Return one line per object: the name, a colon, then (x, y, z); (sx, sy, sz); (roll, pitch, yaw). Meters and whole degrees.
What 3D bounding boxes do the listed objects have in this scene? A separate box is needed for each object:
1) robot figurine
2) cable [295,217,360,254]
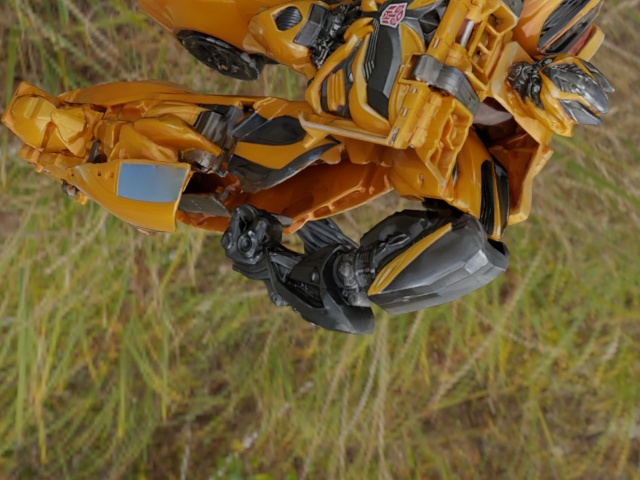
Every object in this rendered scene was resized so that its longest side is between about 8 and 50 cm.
robot figurine: (-0.009, -0.074, 0.569); (0.085, 0.291, 0.211); (36, 72, -40)
cable: (0.000, 0.000, 1.637); (0.047, 0.184, 0.150); (-38, 151, -14)
